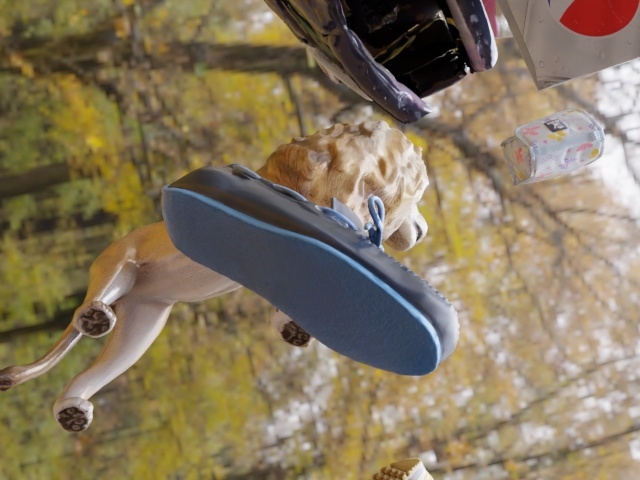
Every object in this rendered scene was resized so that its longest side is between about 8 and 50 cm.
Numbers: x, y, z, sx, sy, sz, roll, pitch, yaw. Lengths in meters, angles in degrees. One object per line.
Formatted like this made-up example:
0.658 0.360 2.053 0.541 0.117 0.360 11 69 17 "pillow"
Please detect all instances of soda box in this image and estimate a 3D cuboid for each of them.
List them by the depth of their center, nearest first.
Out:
0.186 -0.179 0.787 0.098 0.286 0.091 -18 -75 32 "soda box"

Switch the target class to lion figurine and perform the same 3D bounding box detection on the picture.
-0.095 0.014 1.232 0.240 0.392 0.142 -83 156 -59 "lion figurine"

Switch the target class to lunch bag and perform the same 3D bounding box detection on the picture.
0.202 -0.082 1.224 0.083 0.071 0.053 156 -83 -84 "lunch bag"

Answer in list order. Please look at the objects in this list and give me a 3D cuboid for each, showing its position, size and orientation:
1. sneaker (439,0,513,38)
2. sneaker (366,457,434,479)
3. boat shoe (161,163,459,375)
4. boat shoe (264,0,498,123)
0.188 -0.316 1.537 0.252 0.111 0.103 88 14 -57 "sneaker"
0.023 0.238 0.986 0.084 0.185 0.069 53 -13 -6 "sneaker"
0.000 0.000 1.011 0.258 0.089 0.109 33 -43 26 "boat shoe"
-0.013 -0.216 0.782 0.340 0.127 0.158 51 0 -25 "boat shoe"
